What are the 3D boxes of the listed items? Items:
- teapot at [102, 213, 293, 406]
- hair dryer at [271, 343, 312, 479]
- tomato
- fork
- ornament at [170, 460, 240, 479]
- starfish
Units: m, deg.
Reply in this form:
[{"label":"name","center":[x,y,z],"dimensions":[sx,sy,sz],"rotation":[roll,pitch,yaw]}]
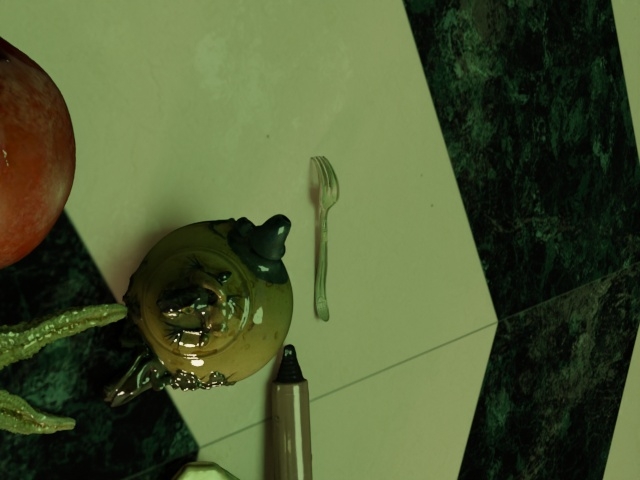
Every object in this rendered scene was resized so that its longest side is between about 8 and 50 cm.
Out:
[{"label":"teapot","center":[-0.128,0.073,0.921],"dimensions":[0.269,0.173,0.182],"rotation":[-43,173,0]},{"label":"hair dryer","center":[-0.021,0.303,1.156],"dimensions":[0.189,0.107,0.344],"rotation":[-3,93,-45]},{"label":"tomato","center":[-0.295,-0.077,0.694],"dimensions":[0.208,0.208,0.184],"rotation":[-40,143,-36]},{"label":"fork","center":[0.005,0.001,1.175],"dimensions":[0.034,0.028,0.219],"rotation":[-12,105,-50]},{"label":"ornament","center":[-0.117,0.365,1.018],"dimensions":[0.201,0.059,0.180],"rotation":[40,70,-5]},{"label":"starfish","center":[-0.337,0.153,0.764],"dimensions":[0.347,0.078,0.358],"rotation":[-52,159,-5]}]
